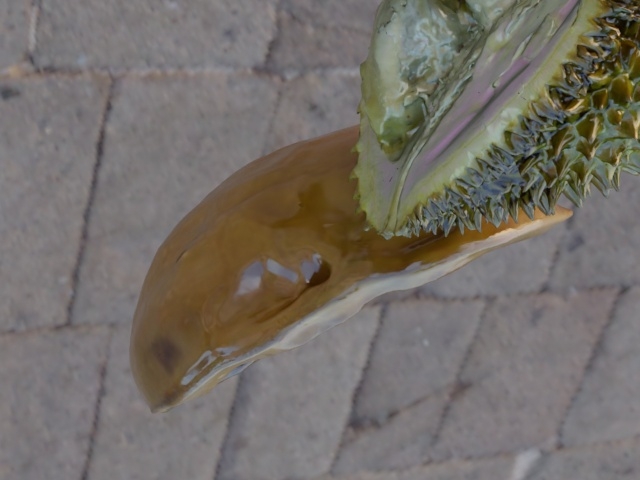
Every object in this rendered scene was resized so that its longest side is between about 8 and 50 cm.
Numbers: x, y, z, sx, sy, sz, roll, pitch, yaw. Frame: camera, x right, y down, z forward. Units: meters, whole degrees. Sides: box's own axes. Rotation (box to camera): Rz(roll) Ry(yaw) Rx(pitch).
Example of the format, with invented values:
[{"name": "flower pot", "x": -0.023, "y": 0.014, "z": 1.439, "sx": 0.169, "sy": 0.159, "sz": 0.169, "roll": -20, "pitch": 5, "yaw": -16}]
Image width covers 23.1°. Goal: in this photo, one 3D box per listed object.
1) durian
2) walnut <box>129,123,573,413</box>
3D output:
[{"name": "durian", "x": 0.096, "y": -0.083, "z": 0.578, "sx": 0.102, "sy": 0.147, "sz": 0.208, "roll": 19, "pitch": 144, "yaw": -31}, {"name": "walnut", "x": 0.001, "y": -0.003, "z": 0.709, "sx": 0.211, "sy": 0.087, "sz": 0.167, "roll": -26, "pitch": 176, "yaw": 7}]
